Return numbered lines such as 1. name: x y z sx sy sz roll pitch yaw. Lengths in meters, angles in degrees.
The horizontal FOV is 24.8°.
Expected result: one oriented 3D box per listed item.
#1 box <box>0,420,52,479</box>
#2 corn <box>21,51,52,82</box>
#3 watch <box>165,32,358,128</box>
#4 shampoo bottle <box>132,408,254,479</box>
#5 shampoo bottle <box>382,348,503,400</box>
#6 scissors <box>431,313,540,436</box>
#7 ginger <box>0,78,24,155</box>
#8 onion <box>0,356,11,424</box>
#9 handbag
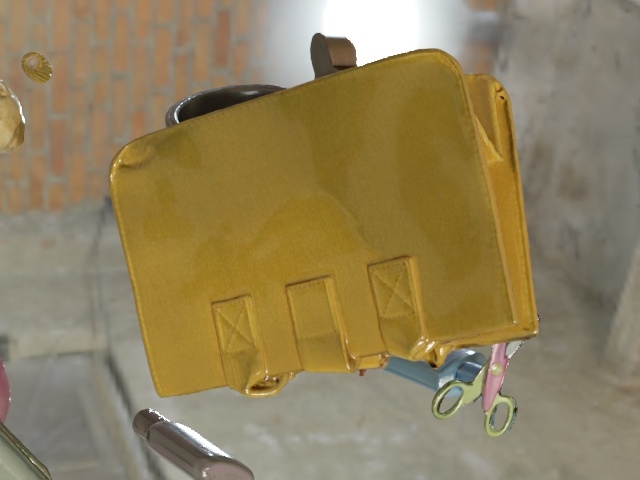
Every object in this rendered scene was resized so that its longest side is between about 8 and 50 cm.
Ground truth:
1. box: -0.295 0.148 0.968 0.312 0.175 0.182 52 -22 -21
2. corn: -0.392 -0.240 2.010 0.092 0.037 0.037 150 -66 -85
3. watch: -0.057 -0.111 2.121 0.335 0.327 0.314 -135 -141 -54
4. shampoo bottle: -0.139 0.216 1.506 0.165 0.080 0.040 24 -92 49
5. shampoo bottle: 0.193 0.201 2.322 0.258 0.104 0.061 17 -52 58
6. scissors: 0.238 0.175 1.984 0.187 0.134 0.020 -66 -154 10
7. ginger: -0.409 -0.176 1.047 0.363 0.122 0.348 46 10 4
8. onion: -0.479 0.166 1.726 0.207 0.200 0.200 -34 -129 18
9. handbag: 0.000 0.000 1.407 0.401 0.133 0.283 -13 -102 26
